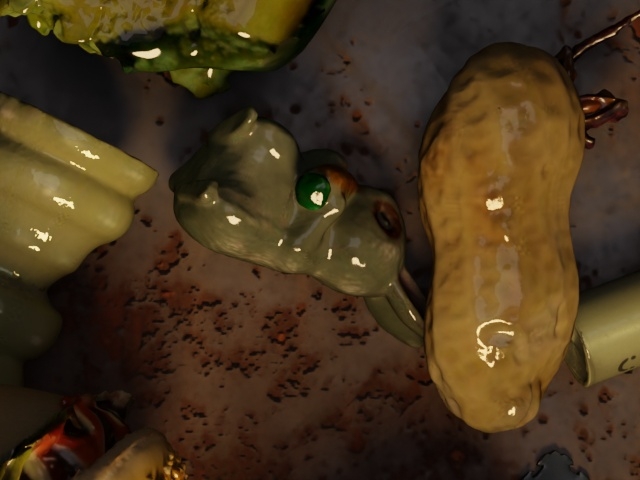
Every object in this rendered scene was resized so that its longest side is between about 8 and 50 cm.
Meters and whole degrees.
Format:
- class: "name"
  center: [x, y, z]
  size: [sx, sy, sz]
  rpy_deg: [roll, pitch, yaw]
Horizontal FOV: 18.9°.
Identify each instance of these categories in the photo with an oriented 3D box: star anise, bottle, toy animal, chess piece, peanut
- class: "star anise"
  center: [0.191, -0.116, 1.507]
  size: [0.190, 0.070, 0.097]
  rpy_deg: [-41, 86, 9]
- class: "bottle"
  center: [0.285, 0.047, 1.499]
  size: [0.201, 0.072, 0.072]
  rpy_deg: [-20, 85, -9]
- class: "toy animal"
  center: [-0.001, -0.011, 1.467]
  size: [0.236, 0.138, 0.108]
  rpy_deg: [29, 70, -28]
- class: "chess piece"
  center: [-0.239, 0.030, 1.415]
  size: [0.144, 0.144, 0.251]
  rpy_deg: [26, 86, -3]
- class: "peanut"
  center: [0.131, -0.002, 1.432]
  size: [0.130, 0.130, 0.290]
  rpy_deg: [1, 90, -7]

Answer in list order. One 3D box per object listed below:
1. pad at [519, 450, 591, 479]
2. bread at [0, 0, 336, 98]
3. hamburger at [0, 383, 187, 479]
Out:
- class: "pad"
  center: [0.184, 0.343, 1.477]
  size: [0.269, 0.012, 0.270]
  rpy_deg: [-43, 89, -10]
- class: "bread"
  center: [-0.069, -0.295, 1.406]
  size: [0.251, 0.208, 0.376]
  rpy_deg: [24, 91, -8]
- class: "hamburger"
  center: [-0.208, 0.240, 1.305]
  size: [0.170, 0.302, 0.302]
  rpy_deg: [25, 80, 12]
